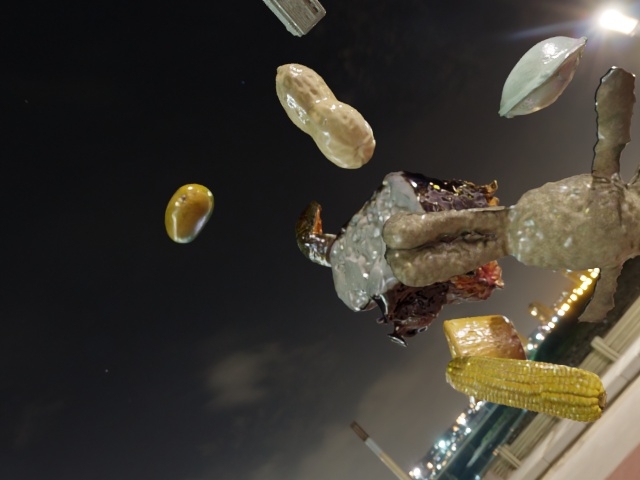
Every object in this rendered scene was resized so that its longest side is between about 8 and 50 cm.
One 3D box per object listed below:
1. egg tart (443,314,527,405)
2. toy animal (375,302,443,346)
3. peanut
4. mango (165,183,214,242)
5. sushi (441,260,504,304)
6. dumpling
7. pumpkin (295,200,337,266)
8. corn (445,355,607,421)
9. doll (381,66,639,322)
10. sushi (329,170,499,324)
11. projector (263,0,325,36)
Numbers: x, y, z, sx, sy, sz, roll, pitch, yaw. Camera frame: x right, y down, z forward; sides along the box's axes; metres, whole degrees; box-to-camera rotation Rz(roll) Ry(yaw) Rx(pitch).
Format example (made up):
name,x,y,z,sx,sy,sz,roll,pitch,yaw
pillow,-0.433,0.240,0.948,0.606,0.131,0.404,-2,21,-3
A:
name,x,y,z,sx,sy,sz,roll,pitch,yaw
egg tart,0.382,0.264,1.025,0.147,0.203,0.202,-17,-28,9
toy animal,0.260,0.216,1.302,0.179,0.116,0.218,-41,-36,0
peanut,0.003,-0.180,0.637,0.082,0.187,0.082,-39,-14,-11
mango,-0.429,-0.081,1.439,0.156,0.114,0.251,-43,-5,-47
sushi,0.326,0.045,1.168,0.343,0.196,0.182,25,-37,-35
dumpling,0.449,-0.322,0.881,0.216,0.149,0.105,-44,-61,13
pumpkin,0.000,0.000,1.099,0.107,0.183,0.119,-37,-24,-10
corn,0.319,0.228,0.708,0.080,0.231,0.080,1,-91,-53
doll,0.213,-0.006,0.383,0.286,0.203,0.091,-35,3,7
sushi,0.165,0.029,0.840,0.207,0.234,0.348,-3,-22,-30
projector,-0.114,-0.617,1.050,0.099,0.257,0.192,-38,-38,16
